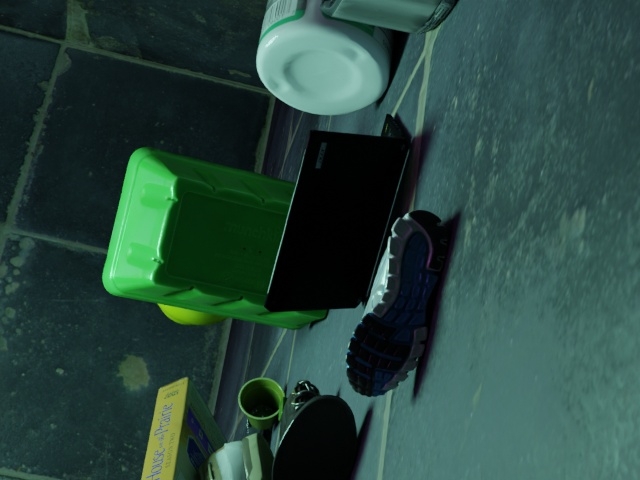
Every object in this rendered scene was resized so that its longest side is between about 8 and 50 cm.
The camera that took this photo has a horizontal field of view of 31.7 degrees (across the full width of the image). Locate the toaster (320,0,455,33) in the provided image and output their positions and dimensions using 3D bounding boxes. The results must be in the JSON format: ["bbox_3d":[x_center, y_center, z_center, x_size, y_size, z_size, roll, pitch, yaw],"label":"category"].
[{"bbox_3d":[0.088,-0.332,1.382,0.227,0.146,0.129,142,141,-77],"label":"toaster"}]

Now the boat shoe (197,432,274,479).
[{"bbox_3d":[-0.108,0.400,1.527,0.302,0.103,0.113,-99,-14,-55],"label":"boat shoe"}]

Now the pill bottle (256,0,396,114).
[{"bbox_3d":[0.025,-0.393,1.750,0.204,0.204,0.361,115,166,-58],"label":"pill bottle"}]

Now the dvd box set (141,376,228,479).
[{"bbox_3d":[-0.166,0.435,1.638,0.420,0.062,0.307,-93,-20,-64],"label":"dvd box set"}]

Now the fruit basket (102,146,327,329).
[{"bbox_3d":[-0.170,0.018,1.864,0.392,0.392,0.283,-167,90,-83],"label":"fruit basket"}]

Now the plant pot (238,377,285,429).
[{"bbox_3d":[-0.105,0.303,2.035,0.079,0.083,0.083,92,-175,-54],"label":"plant pot"}]

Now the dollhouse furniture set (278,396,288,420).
[{"bbox_3d":[-0.046,0.302,1.624,0.076,0.058,0.152,-88,14,-59],"label":"dollhouse furniture set"}]

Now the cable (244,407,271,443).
[{"bbox_3d":[-0.123,0.390,2.135,0.150,0.047,0.184,104,172,-45],"label":"cable"}]

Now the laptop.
[{"bbox_3d":[0.016,-0.044,1.461,0.264,0.136,0.234,-101,25,-72],"label":"laptop"}]

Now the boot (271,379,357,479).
[{"bbox_3d":[-0.021,0.248,1.410,0.229,0.091,0.263,-92,15,-62],"label":"boot"}]

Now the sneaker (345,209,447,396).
[{"bbox_3d":[0.077,0.065,1.126,0.083,0.071,0.191,125,166,-87],"label":"sneaker"}]
